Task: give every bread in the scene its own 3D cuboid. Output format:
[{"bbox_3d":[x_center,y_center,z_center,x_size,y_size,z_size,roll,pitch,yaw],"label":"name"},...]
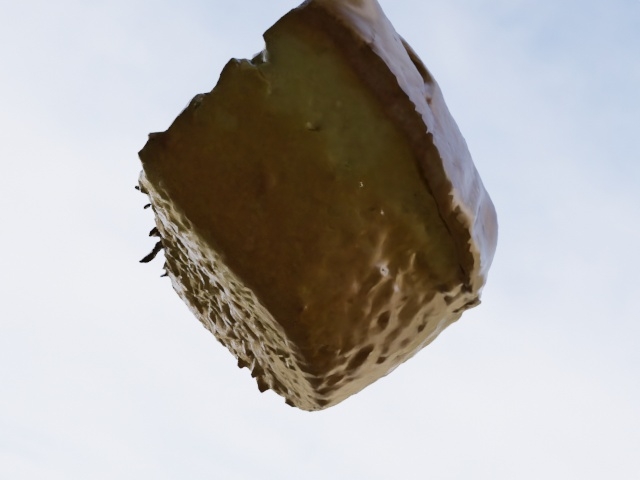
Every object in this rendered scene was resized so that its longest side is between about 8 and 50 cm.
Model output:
[{"bbox_3d":[0.000,0.000,0.634,0.139,0.143,0.229,52,-11,13],"label":"bread"}]
